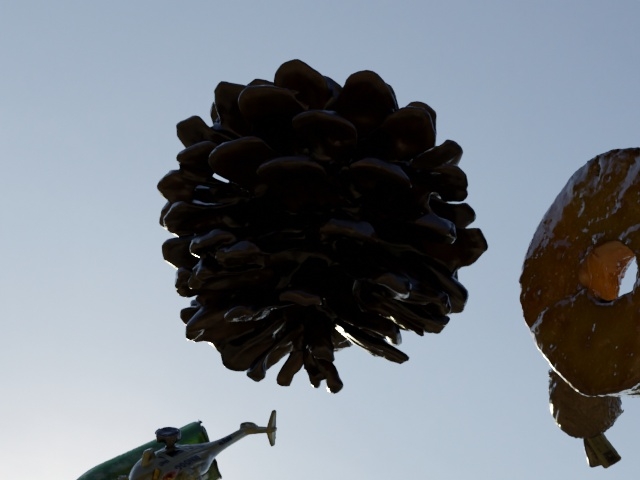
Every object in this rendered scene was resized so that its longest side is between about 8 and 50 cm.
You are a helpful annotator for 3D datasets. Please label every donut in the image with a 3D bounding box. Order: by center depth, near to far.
[{"bbox_3d":[0.361,0.045,1.525,0.110,0.303,0.303,20,-29,-29],"label":"donut"}]

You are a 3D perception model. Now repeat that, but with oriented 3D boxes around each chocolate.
[{"bbox_3d":[-0.301,0.377,2.058,0.291,0.110,0.110,-22,-37,-6],"label":"chocolate"}]

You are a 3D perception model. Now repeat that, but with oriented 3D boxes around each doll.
[{"bbox_3d":[0.390,0.229,1.968,0.105,0.115,0.221,11,-68,44],"label":"doll"}]

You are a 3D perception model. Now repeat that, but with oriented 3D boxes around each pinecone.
[{"bbox_3d":[0.000,0.000,1.553,0.397,0.398,0.398,14,-33,9],"label":"pinecone"}]

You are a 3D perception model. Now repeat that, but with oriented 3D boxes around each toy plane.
[{"bbox_3d":[-0.176,0.319,1.976,0.108,0.286,0.092,11,-70,35],"label":"toy plane"}]

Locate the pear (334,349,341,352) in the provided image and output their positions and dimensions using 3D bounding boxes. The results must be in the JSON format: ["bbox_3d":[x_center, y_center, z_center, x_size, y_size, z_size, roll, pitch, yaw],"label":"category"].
[{"bbox_3d":[0.021,0.097,2.186,0.178,0.178,0.178,14,-33,9],"label":"pear"}]
